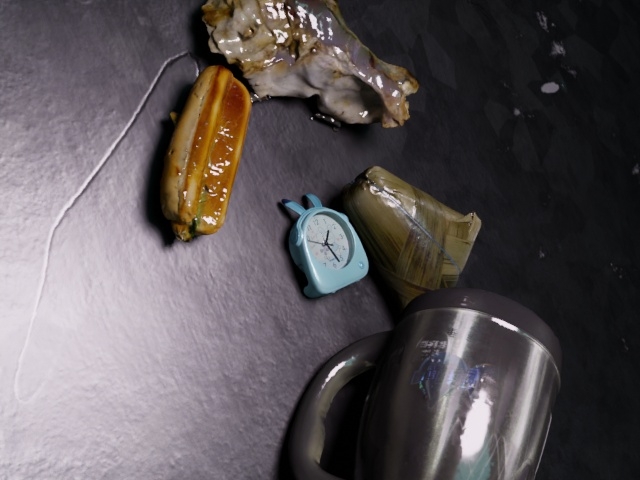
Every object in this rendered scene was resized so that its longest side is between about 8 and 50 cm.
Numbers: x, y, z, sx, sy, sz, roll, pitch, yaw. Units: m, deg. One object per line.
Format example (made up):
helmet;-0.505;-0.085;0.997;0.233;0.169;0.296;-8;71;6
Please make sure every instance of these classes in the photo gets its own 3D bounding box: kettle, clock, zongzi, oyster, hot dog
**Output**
kettle;0.120;0.242;1.022;0.228;0.320;0.324;82;26;-46
clock;0.001;0.000;1.154;0.108;0.045;0.147;-21;87;-42
zongzi;0.104;0.035;1.193;0.221;0.112;0.242;28;75;-24
oyster;-0.012;-0.259;1.183;0.337;0.133;0.198;33;64;-20
hot dog;-0.153;-0.111;1.057;0.104;0.076;0.250;37;56;-47
